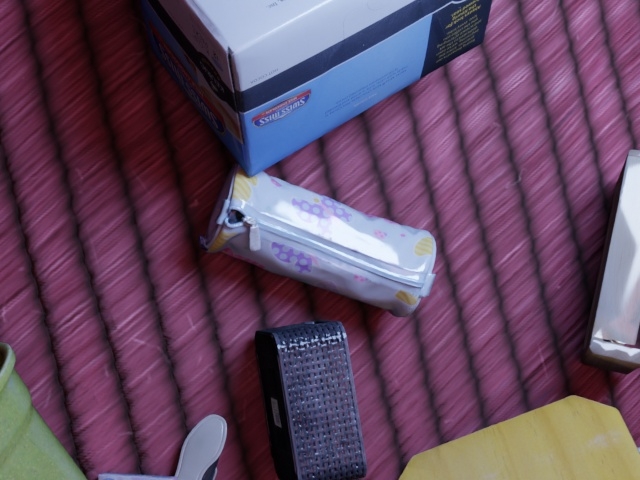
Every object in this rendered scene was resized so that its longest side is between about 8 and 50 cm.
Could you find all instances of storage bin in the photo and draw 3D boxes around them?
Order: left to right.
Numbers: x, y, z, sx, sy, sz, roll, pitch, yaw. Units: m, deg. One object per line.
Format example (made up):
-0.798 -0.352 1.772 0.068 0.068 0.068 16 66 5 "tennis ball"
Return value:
-0.015 0.188 1.130 0.084 0.122 0.180 -8 89 -16 "storage bin"

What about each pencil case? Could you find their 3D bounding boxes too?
0.000 0.000 1.145 0.273 0.124 0.114 20 81 -14 "pencil case"

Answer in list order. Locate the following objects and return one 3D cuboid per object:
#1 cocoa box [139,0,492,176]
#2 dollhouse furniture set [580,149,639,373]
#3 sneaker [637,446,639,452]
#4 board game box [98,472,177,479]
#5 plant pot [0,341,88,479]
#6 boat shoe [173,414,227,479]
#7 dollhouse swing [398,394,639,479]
-0.003 -0.282 1.071 0.347 0.228 0.231 -31 66 -15 "cocoa box"
0.544 0.065 1.185 0.394 0.362 0.257 12 82 13 "dollhouse furniture set"
0.419 0.404 1.256 0.144 0.090 0.270 -21 90 -13 "sneaker"
-0.209 0.312 1.104 0.090 0.020 0.090 1 87 11 "board game box"
-0.337 0.289 0.982 0.276 0.276 0.254 -42 110 -14 "plant pot"
-0.141 0.265 1.135 0.046 0.038 0.125 16 77 17 "boat shoe"
0.287 0.424 1.162 0.346 0.305 0.315 -23 123 5 "dollhouse swing"
